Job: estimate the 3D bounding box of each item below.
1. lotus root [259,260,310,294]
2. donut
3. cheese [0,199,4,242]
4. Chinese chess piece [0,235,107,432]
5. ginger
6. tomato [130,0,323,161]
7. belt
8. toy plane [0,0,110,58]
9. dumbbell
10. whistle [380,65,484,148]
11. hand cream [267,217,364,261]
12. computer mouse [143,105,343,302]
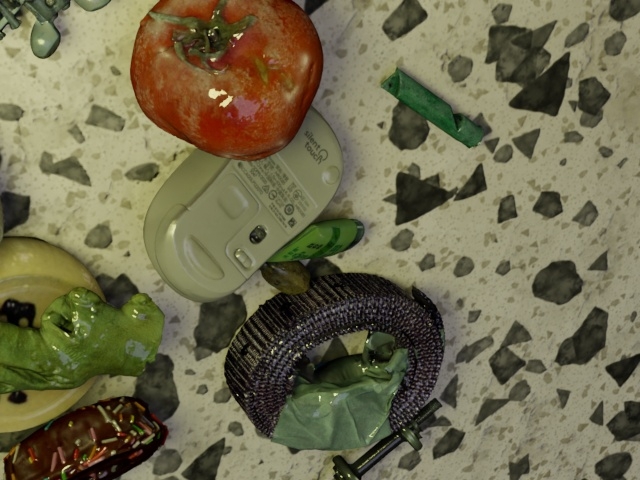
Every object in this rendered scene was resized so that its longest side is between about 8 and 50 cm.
[{"bbox_3d":[-0.053,0.042,1.831,0.099,0.054,0.049,30,110,-38],"label":"lotus root"},{"bbox_3d":[-0.315,0.281,1.748,0.235,0.089,0.235,-26,167,-7],"label":"donut"},{"bbox_3d":[-0.456,-0.033,1.488,0.198,0.189,0.154,-20,158,-17],"label":"cheese"},{"bbox_3d":[-0.393,0.119,1.654,0.257,0.104,0.257,-15,125,-22],"label":"Chinese chess piece"},{"bbox_3d":[-0.325,0.119,1.575,0.290,0.089,0.137,-8,140,-21],"label":"ginger"},{"bbox_3d":[-0.107,-0.205,1.558,0.232,0.232,0.188,-33,158,-9],"label":"tomato"},{"bbox_3d":[0.024,0.181,1.917,0.325,0.122,0.260,-9,117,-24],"label":"belt"},{"bbox_3d":[-0.344,-0.322,1.433,0.169,0.078,0.246,-41,129,-1],"label":"toy plane"},{"bbox_3d":[0.090,0.335,2.069,0.254,0.081,0.081,-40,129,-4],"label":"dumbbell"},{"bbox_3d":[0.157,-0.184,1.826,0.186,0.039,0.039,29,101,-37],"label":"whistle"},{"bbox_3d":[0.000,0.000,1.793,0.095,0.046,0.175,-32,171,27],"label":"hand cream"},{"bbox_3d":[-0.106,-0.054,1.704,0.297,0.121,0.184,-51,119,-14],"label":"computer mouse"}]
